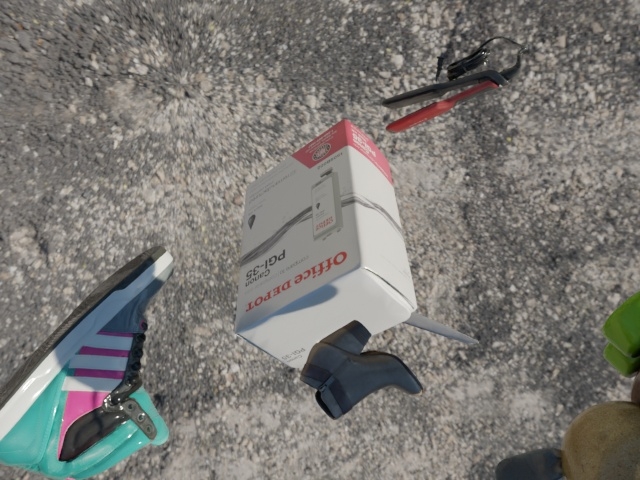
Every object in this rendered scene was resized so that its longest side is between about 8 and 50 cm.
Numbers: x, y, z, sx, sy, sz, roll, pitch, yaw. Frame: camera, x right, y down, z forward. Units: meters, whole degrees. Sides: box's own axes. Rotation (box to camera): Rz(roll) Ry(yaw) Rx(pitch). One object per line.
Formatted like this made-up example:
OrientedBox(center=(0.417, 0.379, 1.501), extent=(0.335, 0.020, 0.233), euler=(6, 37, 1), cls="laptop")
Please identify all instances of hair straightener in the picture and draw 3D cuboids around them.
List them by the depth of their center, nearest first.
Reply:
OrientedBox(center=(0.185, -0.236, 0.790), extent=(0.047, 0.230, 0.089), euler=(-1, 77, -48), cls="hair straightener")

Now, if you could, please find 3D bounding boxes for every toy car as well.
OrientedBox(center=(0.233, 0.161, 0.403), extent=(0.188, 0.155, 0.149), euler=(-42, 144, 4), cls="toy car")

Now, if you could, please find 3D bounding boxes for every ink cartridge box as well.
OrientedBox(center=(0.000, 0.000, 0.755), extent=(0.207, 0.283, 0.117), euler=(-30, 130, 26), cls="ink cartridge box")

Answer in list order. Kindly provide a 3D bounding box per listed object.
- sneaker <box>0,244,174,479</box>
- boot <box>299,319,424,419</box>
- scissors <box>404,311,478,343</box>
OrientedBox(center=(-0.240, 0.163, 0.665), extent=(0.178, 0.124, 0.295), euler=(47, 68, -21), cls="sneaker")
OrientedBox(center=(0.038, 0.140, 0.540), extent=(0.118, 0.042, 0.087), euler=(44, 65, -4), cls="boot")
OrientedBox(center=(0.086, 0.089, 0.820), extent=(0.297, 0.021, 0.109), euler=(3, 76, 20), cls="scissors")
